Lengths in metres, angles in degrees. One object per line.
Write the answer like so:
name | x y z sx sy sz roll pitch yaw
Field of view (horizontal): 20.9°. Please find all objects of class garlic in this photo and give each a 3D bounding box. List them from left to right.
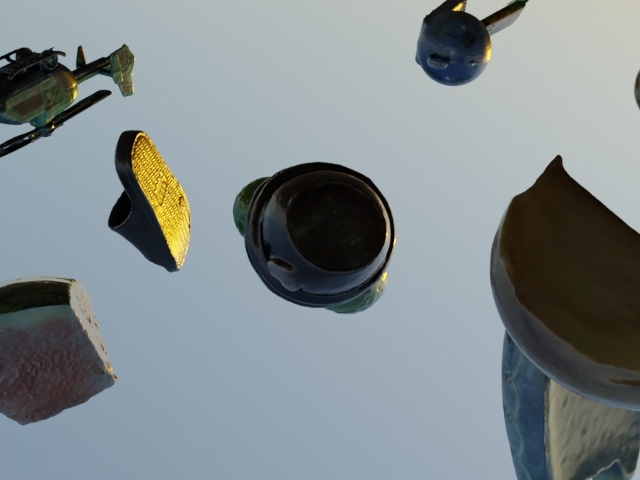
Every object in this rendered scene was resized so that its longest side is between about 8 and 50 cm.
garlic | 0.294 0.067 1.555 0.338 0.196 0.151 27 -163 32

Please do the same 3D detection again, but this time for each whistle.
whistle | 0.153 -0.217 1.909 0.090 0.090 0.158 22 -148 17

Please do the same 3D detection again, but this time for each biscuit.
biscuit | 0.205 -0.255 2.025 0.089 0.046 0.016 -31 -105 -33

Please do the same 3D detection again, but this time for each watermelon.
watermelon | -0.409 0.152 2.350 0.213 0.201 0.262 -23 -179 1

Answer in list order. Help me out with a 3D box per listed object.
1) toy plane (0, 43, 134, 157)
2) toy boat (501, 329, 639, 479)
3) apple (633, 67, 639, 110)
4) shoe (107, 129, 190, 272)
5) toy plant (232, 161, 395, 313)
toy plane | -0.276 -0.157 1.792 0.060 0.096 0.235 8 -150 41
toy boat | 0.288 0.169 2.088 0.215 0.330 0.123 -23 -154 -37
apple | 0.339 -0.142 1.662 0.084 0.084 0.071 19 -124 6
shoe | -0.259 -0.057 2.454 0.093 0.241 0.108 -3 -132 18
toy plant | 0.000 0.000 2.066 0.218 0.175 0.235 38 169 -7
